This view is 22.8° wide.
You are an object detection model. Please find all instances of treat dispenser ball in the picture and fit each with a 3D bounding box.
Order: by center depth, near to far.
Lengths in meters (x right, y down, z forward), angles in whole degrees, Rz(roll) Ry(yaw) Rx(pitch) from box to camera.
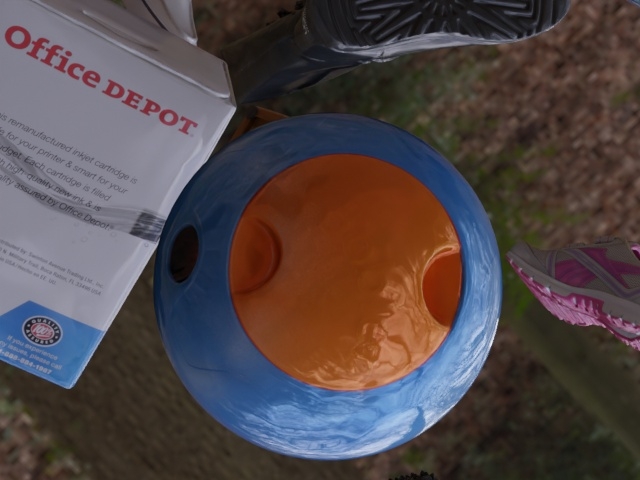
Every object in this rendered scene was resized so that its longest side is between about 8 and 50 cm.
[{"bbox_3d":[0.006,0.038,1.319,0.288,0.288,0.288,-42,-173,6],"label":"treat dispenser ball"}]

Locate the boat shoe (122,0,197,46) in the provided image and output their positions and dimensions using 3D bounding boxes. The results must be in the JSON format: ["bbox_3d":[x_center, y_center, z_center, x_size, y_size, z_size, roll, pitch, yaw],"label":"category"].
[{"bbox_3d":[-0.192,-0.326,1.909,0.088,0.267,0.096,-34,145,17],"label":"boat shoe"}]

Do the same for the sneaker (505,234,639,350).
[{"bbox_3d":[0.345,0.047,1.964,0.252,0.103,0.111,25,-105,37],"label":"sneaker"}]

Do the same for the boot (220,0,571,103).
[{"bbox_3d":[0.090,-0.293,2.220,0.367,0.146,0.445,-6,175,-19],"label":"boot"}]

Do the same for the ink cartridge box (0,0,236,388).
[{"bbox_3d":[-0.311,-0.077,1.762,0.395,0.285,0.166,-57,-161,18],"label":"ink cartridge box"}]

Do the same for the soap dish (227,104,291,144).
[{"bbox_3d":[-0.051,-0.081,2.443,0.291,0.118,0.229,24,-100,48],"label":"soap dish"}]

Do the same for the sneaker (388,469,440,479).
[{"bbox_3d":[0.054,0.342,1.816,0.234,0.106,0.078,-29,171,26],"label":"sneaker"}]

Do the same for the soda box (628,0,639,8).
[{"bbox_3d":[0.323,-0.244,1.482,0.071,0.067,0.210,-55,-157,11],"label":"soda box"}]
